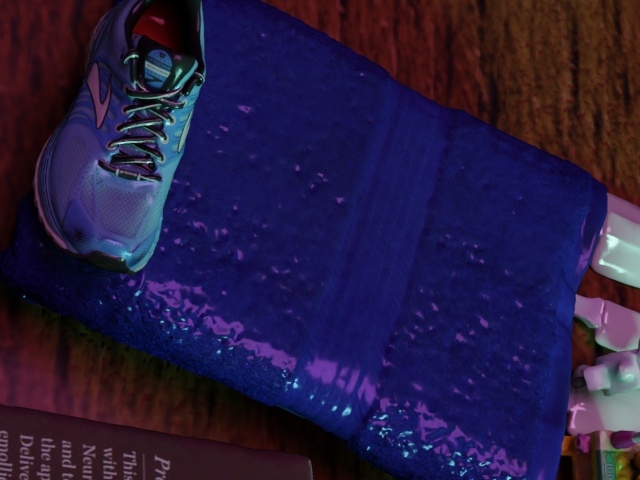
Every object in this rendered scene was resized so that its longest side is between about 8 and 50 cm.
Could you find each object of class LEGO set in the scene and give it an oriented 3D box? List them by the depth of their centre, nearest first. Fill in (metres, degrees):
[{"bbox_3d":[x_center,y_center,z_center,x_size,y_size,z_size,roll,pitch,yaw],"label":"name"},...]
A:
[{"bbox_3d":[0.221,0.194,0.844,0.132,0.107,0.287,-18,85,-30],"label":"LEGO set"}]

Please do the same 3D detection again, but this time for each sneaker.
[{"bbox_3d":[-0.088,-0.061,0.697,0.063,0.073,0.162,17,58,-20],"label":"sneaker"}]

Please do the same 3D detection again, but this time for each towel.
[{"bbox_3d":[0.000,0.000,0.806,0.308,0.076,0.227,27,54,-13],"label":"towel"}]

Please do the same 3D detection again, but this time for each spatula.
[{"bbox_3d":[0.130,0.027,0.916,0.242,0.019,0.168,22,68,-22],"label":"spatula"}]

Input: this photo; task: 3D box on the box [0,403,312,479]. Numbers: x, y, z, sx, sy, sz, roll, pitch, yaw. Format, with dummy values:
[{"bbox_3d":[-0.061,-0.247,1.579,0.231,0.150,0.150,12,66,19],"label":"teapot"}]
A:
[{"bbox_3d":[-0.122,0.177,0.598,0.203,0.167,0.168,15,52,-26],"label":"box"}]
